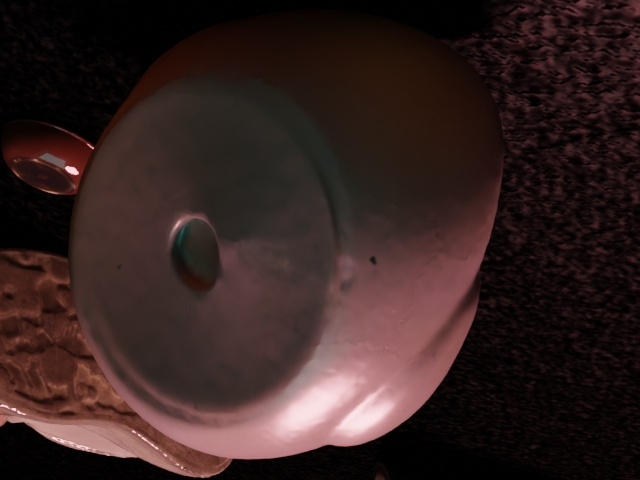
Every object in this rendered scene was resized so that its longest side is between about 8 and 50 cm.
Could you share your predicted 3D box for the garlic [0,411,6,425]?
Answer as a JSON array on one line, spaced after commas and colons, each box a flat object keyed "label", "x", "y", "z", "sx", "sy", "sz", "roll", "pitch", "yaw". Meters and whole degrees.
[{"label": "garlic", "x": -0.373, "y": 0.161, "z": 1.247, "sx": 0.101, "sy": 0.087, "sz": 0.195, "roll": 13, "pitch": 155, "yaw": -31}]

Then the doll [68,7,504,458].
[{"label": "doll", "x": 0.000, "y": 0.000, "z": 0.639, "sx": 0.221, "sy": 0.221, "sz": 0.251, "roll": 24, "pitch": 125, "yaw": -22}]

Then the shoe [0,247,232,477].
[{"label": "shoe", "x": -0.207, "y": 0.099, "z": 0.996, "sx": 0.159, "sy": 0.124, "sz": 0.316, "roll": -2, "pitch": 152, "yaw": 43}]

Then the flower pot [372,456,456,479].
[{"label": "flower pot", "x": 0.137, "y": 0.313, "z": 1.189, "sx": 0.148, "sy": 0.235, "sz": 0.235, "roll": -6, "pitch": 155, "yaw": -5}]

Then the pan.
[{"label": "pan", "x": -0.142, "y": -0.041, "z": 0.776, "sx": 0.115, "sy": 0.023, "sz": 0.068, "roll": 16, "pitch": 154, "yaw": -5}]
